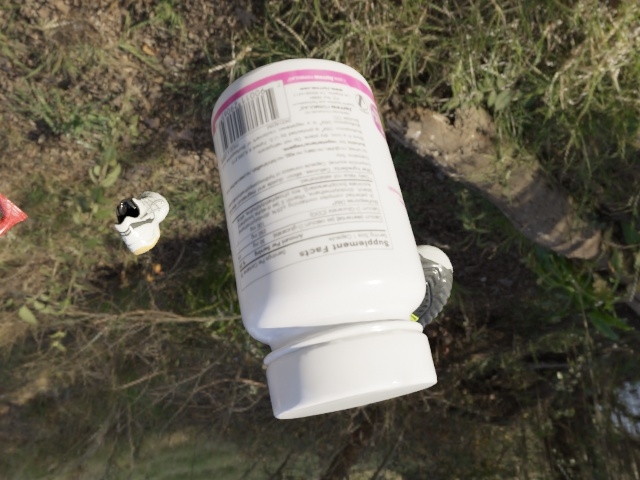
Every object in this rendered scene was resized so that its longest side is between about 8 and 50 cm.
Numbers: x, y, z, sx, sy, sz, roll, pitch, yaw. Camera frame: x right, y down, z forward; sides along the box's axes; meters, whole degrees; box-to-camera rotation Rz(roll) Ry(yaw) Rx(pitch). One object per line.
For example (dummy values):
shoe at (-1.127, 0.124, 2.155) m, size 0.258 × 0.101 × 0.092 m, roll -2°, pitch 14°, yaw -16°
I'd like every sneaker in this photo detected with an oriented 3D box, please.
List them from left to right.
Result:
sneaker at (-0.151, -0.026, 0.466) m, size 0.032 × 0.083 × 0.037 m, roll -28°, pitch 124°, yaw 7°
sneaker at (0.058, 0.083, 0.863) m, size 0.145 × 0.147 × 0.384 m, roll 27°, pitch 145°, yaw -17°

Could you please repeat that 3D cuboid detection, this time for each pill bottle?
pill bottle at (0.000, 0.000, 0.493) m, size 0.160 × 0.283 × 0.160 m, roll -11°, pitch 160°, yaw -4°

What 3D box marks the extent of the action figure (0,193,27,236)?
action figure at (-0.207, 0.020, 0.285) m, size 0.038 × 0.115 × 0.030 m, roll 9°, pitch 145°, yaw 52°
